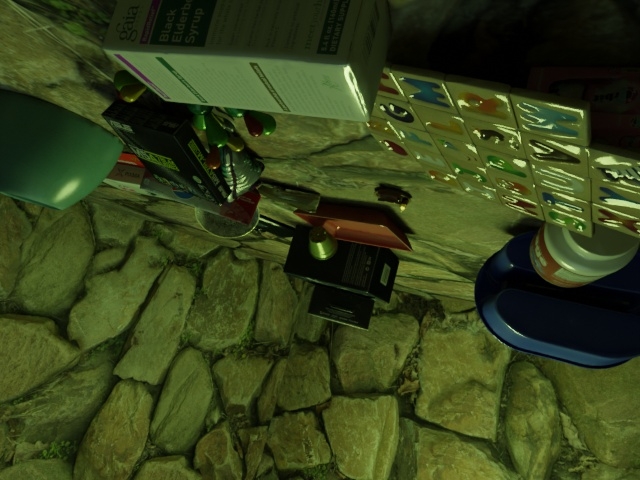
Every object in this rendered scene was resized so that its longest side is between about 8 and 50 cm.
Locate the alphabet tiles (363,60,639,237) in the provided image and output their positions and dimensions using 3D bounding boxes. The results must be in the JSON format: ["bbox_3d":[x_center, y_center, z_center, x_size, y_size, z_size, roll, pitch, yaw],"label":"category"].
[{"bbox_3d":[0.175,-0.094,0.488,0.342,0.011,0.285,29,179,36],"label":"alphabet tiles"}]

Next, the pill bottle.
[{"bbox_3d":[0.399,0.000,0.679,0.121,0.121,0.216,12,170,19],"label":"pill bottle"}]

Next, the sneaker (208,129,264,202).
[{"bbox_3d":[-0.157,-0.158,0.868,0.098,0.083,0.224,-23,166,-17],"label":"sneaker"}]

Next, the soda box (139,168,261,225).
[{"bbox_3d":[-0.281,-0.125,1.061,0.263,0.083,0.092,19,-166,-22],"label":"soda box"}]

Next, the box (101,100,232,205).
[{"bbox_3d":[-0.274,-0.156,0.812,0.190,0.045,0.184,21,157,27],"label":"box"}]

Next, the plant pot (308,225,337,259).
[{"bbox_3d":[0.000,0.000,1.222,0.083,0.083,0.079,12,159,17],"label":"plant pot"}]

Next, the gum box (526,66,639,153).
[{"bbox_3d":[0.265,-0.101,0.450,0.107,0.062,0.188,11,170,28],"label":"gum box"}]

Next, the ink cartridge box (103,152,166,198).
[{"bbox_3d":[-0.550,-0.190,1.285,0.275,0.060,0.239,12,172,19],"label":"ink cartridge box"}]

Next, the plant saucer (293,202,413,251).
[{"bbox_3d":[0.097,-0.040,1.184,0.258,0.048,0.259,10,169,28],"label":"plant saucer"}]

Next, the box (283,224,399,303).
[{"bbox_3d":[0.088,0.093,1.613,0.312,0.179,0.343,12,171,23],"label":"box"}]

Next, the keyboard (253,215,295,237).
[{"bbox_3d":[-0.238,-0.068,1.631,0.317,0.033,0.201,23,162,-39],"label":"keyboard"}]

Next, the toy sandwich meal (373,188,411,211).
[{"bbox_3d":[0.144,-0.080,0.902,0.085,0.029,0.085,15,171,2],"label":"toy sandwich meal"}]

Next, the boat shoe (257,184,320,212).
[{"bbox_3d":[-0.077,-0.110,1.073,0.153,0.048,0.056,20,-175,12],"label":"boat shoe"}]

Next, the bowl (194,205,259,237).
[{"bbox_3d":[-0.249,-0.096,1.208,0.170,0.170,0.080,18,-145,-18],"label":"bowl"}]

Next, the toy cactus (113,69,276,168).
[{"bbox_3d":[-0.163,-0.186,0.571,0.219,0.112,0.180,25,160,-7],"label":"toy cactus"}]

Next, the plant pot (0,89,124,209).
[{"bbox_3d":[-0.631,-0.181,1.022,0.290,0.195,0.290,14,172,2],"label":"plant pot"}]

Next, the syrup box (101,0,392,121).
[{"bbox_3d":[-0.064,-0.180,0.401,0.236,0.093,0.096,12,171,19],"label":"syrup box"}]

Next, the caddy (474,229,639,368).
[{"bbox_3d":[0.491,0.119,0.899,0.341,0.241,0.179,13,167,17],"label":"caddy"}]

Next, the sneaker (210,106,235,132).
[{"bbox_3d":[-0.171,-0.190,0.713,0.031,0.035,0.083,9,170,37],"label":"sneaker"}]

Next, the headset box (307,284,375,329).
[{"bbox_3d":[0.068,0.242,1.626,0.218,0.110,0.293,15,172,0],"label":"headset box"}]
